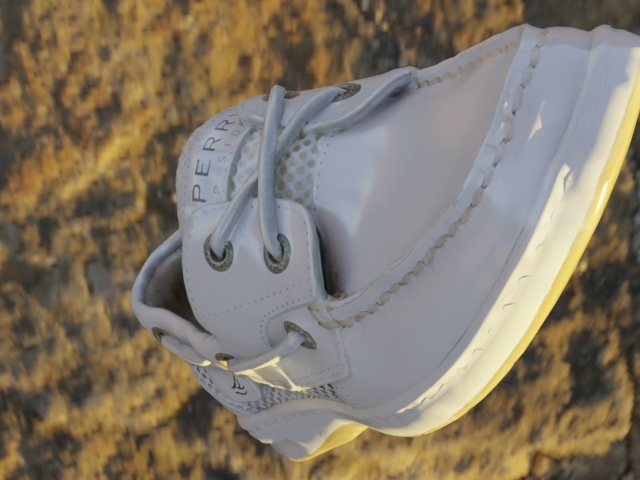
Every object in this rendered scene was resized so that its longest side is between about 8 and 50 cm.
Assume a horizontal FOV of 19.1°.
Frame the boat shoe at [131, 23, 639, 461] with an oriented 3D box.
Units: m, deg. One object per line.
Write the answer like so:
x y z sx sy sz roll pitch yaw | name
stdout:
0.000 0.000 0.557 0.096 0.277 0.098 30 65 -9 | boat shoe
